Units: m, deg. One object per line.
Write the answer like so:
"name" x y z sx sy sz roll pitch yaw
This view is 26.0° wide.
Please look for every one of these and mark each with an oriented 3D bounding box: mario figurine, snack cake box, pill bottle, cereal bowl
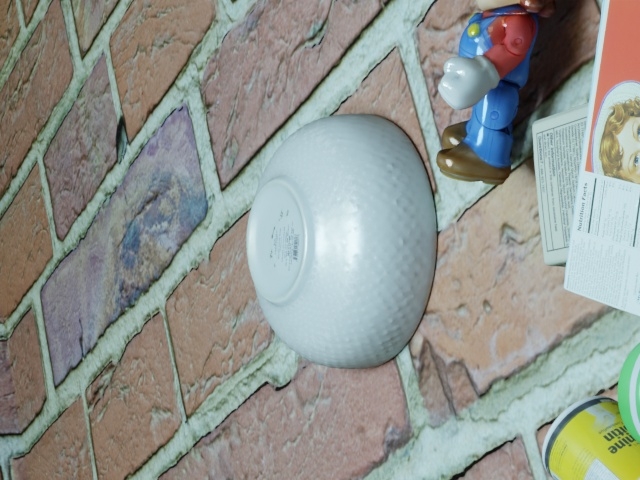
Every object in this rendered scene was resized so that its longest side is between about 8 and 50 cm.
"mario figurine" 0.172 -0.235 1.506 0.198 0.170 0.321 41 125 53
"snack cake box" 0.294 -0.069 1.129 0.152 0.089 0.264 23 110 58
"pill bottle" 0.305 0.237 1.339 0.184 0.103 0.103 43 125 50
"cereal bowl" 0.000 0.000 1.810 0.339 0.141 0.339 -5 85 59

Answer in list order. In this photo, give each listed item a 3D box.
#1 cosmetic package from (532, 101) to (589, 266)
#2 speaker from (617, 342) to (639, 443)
"cosmetic package" 0.339 -0.066 1.265 0.296 0.129 0.153 -14 76 58
"speaker" 0.394 0.136 1.176 0.296 0.131 0.131 -4 86 59
